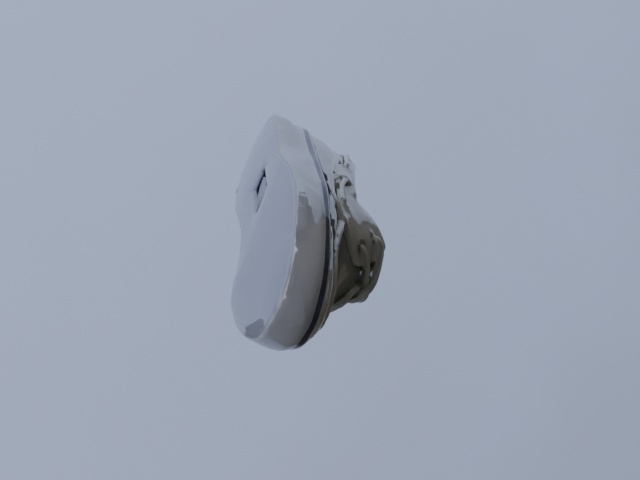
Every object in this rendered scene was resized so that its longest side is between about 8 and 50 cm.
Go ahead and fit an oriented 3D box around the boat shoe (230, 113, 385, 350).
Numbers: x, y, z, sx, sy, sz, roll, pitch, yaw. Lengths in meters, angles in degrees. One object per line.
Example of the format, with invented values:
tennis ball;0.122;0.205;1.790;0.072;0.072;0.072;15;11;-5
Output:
boat shoe;0.000;0.000;0.423;0.100;0.035;0.035;-101;36;-68
